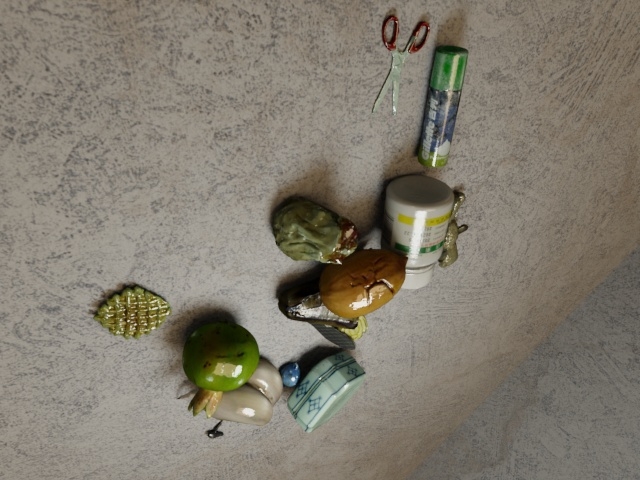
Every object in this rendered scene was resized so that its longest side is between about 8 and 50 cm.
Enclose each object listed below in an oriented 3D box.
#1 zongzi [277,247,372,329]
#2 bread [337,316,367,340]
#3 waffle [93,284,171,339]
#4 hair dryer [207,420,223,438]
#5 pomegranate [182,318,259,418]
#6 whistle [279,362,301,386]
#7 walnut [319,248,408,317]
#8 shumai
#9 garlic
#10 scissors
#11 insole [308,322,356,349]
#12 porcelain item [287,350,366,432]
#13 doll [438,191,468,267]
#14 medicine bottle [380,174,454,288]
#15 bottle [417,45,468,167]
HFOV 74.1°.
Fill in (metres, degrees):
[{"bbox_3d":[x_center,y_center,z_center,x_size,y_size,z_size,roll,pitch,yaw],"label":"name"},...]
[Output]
[{"bbox_3d":[0.028,0.137,1.410,0.286,0.138,0.300,16,100,-30],"label":"zongzi"},{"bbox_3d":[0.121,0.327,1.638,0.117,0.064,0.156,-27,134,-5],"label":"bread"},{"bbox_3d":[-0.520,0.206,1.182,0.169,0.036,0.183,-39,133,3],"label":"waffle"},{"bbox_3d":[-0.398,0.741,1.667,0.083,0.031,0.079,-55,143,4],"label":"hair dryer"},{"bbox_3d":[-0.317,0.396,1.299,0.236,0.236,0.302,18,85,-39],"label":"pomegranate"},{"bbox_3d":[-0.121,0.533,1.633,0.090,0.090,0.158,8,118,-35],"label":"whistle"},{"bbox_3d":[0.138,0.117,1.287,0.297,0.203,0.203,-28,133,-1],"label":"walnut"},{"bbox_3d":[-0.001,-0.001,1.219,0.255,0.218,0.189,16,101,-38],"label":"shumai"},{"bbox_3d":[-0.284,0.520,1.494,0.340,0.246,0.232,29,61,-26],"label":"garlic"},{"bbox_3d":[0.201,-0.457,1.133,0.144,0.017,0.248,-6,127,-27],"label":"scissors"},{"bbox_3d":[0.036,0.345,1.590,0.110,0.012,0.309,-8,141,33],"label":"insole"},{"bbox_3d":[0.023,0.584,1.666,0.286,0.157,0.281,-54,153,16],"label":"porcelain item"},{"bbox_3d":[0.478,-0.029,1.571,0.203,0.091,0.286,-61,152,-24],"label":"doll"},{"bbox_3d":[0.303,-0.021,1.387,0.208,0.208,0.340,-16,130,-20],"label":"medicine bottle"},{"bbox_3d":[0.350,-0.378,1.227,0.093,0.093,0.330,-16,129,-21],"label":"bottle"}]
